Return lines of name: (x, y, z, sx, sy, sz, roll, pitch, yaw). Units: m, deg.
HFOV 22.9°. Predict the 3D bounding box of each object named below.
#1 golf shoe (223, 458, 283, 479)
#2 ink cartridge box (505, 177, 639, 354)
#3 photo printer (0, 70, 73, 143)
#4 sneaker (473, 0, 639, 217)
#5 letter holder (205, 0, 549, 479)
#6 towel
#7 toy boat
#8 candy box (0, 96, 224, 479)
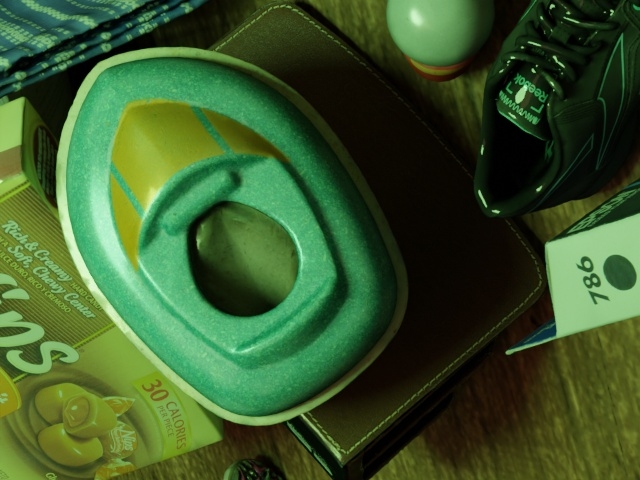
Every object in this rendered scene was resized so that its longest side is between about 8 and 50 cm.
golf shoe: (-0.057, 0.285, 1.452, 0.086, 0.067, 0.186, -2, 111, 48)
ink cartridge box: (0.250, -0.025, 0.880, 0.332, 0.165, 0.065, -23, 95, 48)
photo printer: (-0.267, -0.065, 1.332, 0.107, 0.256, 0.307, -6, 115, 3)
sneaker: (0.166, -0.117, 0.959, 0.101, 0.106, 0.267, 37, 133, 26)
letter holder: (0.000, 0.000, 1.185, 0.302, 0.214, 0.152, 47, 170, 14)
towel: (-0.265, -0.169, 1.170, 0.243, 0.336, 0.040, 30, 140, 43)
toy boat: (-0.018, -0.055, 1.018, 0.267, 0.318, 0.148, 48, 180, 6)
candy box: (-0.218, 0.058, 1.164, 0.183, 0.087, 0.316, -21, 133, 11)
